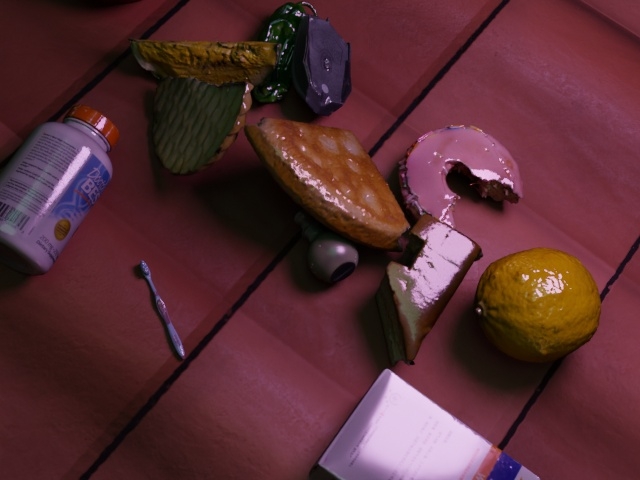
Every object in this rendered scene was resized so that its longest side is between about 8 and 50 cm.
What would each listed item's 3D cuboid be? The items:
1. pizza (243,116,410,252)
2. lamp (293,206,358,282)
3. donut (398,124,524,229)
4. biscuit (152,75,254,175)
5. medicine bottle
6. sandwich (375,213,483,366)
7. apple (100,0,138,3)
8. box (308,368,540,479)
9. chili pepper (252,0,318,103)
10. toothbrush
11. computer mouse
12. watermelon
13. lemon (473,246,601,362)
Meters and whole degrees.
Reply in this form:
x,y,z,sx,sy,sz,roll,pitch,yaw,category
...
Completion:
x,y,z,sx,sy,sz,roll,pitch,yaw,category
0.012,-0.091,1.505,0.268,0.087,0.257,4,48,-49,pizza
0.000,0.000,1.543,0.091,0.091,0.163,-25,55,-16,lamp
0.246,-0.113,1.610,0.233,0.085,0.199,-24,71,-15,donut
-0.225,-0.202,1.553,0.274,0.036,0.187,19,90,46,biscuit
-0.460,-0.095,1.489,0.157,0.157,0.288,26,66,6,medicine bottle
0.161,0.090,1.491,0.128,0.122,0.235,33,67,6,sandwich
-0.390,-0.584,1.662,0.261,0.260,0.216,24,45,5,apple
0.159,0.373,1.358,0.299,0.106,0.200,35,59,9,box
-0.079,-0.371,1.701,0.100,0.074,0.256,10,71,9,chili pepper
-0.270,0.118,1.491,0.013,0.019,0.193,-22,72,-15,toothbrush
-0.007,-0.338,1.680,0.126,0.071,0.231,23,56,-38,computer mouse
-0.206,-0.344,1.636,0.301,0.129,0.123,5,72,14,watermelon
0.363,0.109,1.465,0.231,0.192,0.192,-9,67,-16,lemon
